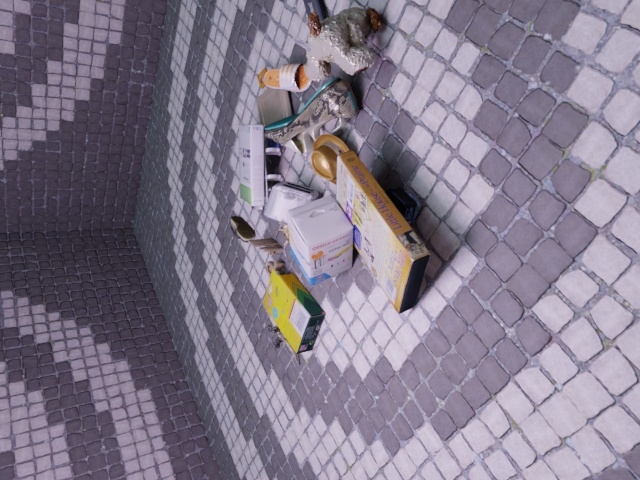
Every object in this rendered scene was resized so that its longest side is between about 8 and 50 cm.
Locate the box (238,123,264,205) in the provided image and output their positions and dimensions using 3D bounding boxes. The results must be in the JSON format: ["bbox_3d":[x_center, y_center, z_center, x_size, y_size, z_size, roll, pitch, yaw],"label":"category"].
[{"bbox_3d":[-0.289,-0.318,1.931,0.232,0.058,0.322,-148,58,-65],"label":"box"}]

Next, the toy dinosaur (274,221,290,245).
[{"bbox_3d":[-0.147,-0.074,1.952,0.092,0.053,0.183,17,115,36],"label":"toy dinosaur"}]

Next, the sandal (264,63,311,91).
[{"bbox_3d":[-0.144,-0.634,1.809,0.265,0.076,0.102,11,101,38],"label":"sandal"}]

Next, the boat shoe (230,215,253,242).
[{"bbox_3d":[-0.383,-0.042,2.254,0.223,0.080,0.073,48,136,47],"label":"boat shoe"}]

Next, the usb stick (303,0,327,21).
[{"bbox_3d":[-0.011,-0.799,1.670,0.077,0.045,0.278,-33,67,52],"label":"usb stick"}]

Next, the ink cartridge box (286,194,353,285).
[{"bbox_3d":[0.000,0.000,1.568,0.168,0.171,0.233,58,163,33],"label":"ink cartridge box"}]

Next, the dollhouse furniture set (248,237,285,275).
[{"bbox_3d":[-0.239,0.091,2.022,0.144,0.123,0.151,38,123,46],"label":"dollhouse furniture set"}]

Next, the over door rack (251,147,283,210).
[{"bbox_3d":[-0.224,-0.259,1.995,0.324,0.108,0.240,-179,86,-69],"label":"over door rack"}]

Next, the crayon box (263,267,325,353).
[{"bbox_3d":[-0.118,0.278,1.910,0.318,0.081,0.202,47,130,40],"label":"crayon box"}]

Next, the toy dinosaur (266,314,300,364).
[{"bbox_3d":[-0.172,0.407,1.974,0.064,0.118,0.268,-44,58,29],"label":"toy dinosaur"}]

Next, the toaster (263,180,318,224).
[{"bbox_3d":[-0.099,-0.132,1.763,0.226,0.129,0.147,18,111,11],"label":"toaster"}]

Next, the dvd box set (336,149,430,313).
[{"bbox_3d":[0.167,-0.024,1.390,0.308,0.062,0.420,87,157,-54],"label":"dvd box set"}]

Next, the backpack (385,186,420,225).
[{"bbox_3d":[0.236,-0.087,1.371,0.105,0.084,0.114,50,139,39],"label":"backpack"}]

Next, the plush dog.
[{"bbox_3d":[0.063,-0.642,1.447,0.262,0.225,0.211,5,136,43],"label":"plush dog"}]

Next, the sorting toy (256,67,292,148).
[{"bbox_3d":[-0.186,-0.555,1.944,0.196,0.047,0.348,-16,84,47],"label":"sorting toy"}]

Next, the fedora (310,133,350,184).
[{"bbox_3d":[0.027,-0.267,1.601,0.194,0.079,0.194,30,137,32],"label":"fedora"}]

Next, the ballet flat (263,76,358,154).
[{"bbox_3d":[-0.040,-0.412,1.682,0.482,0.164,0.182,-15,109,52],"label":"ballet flat"}]
